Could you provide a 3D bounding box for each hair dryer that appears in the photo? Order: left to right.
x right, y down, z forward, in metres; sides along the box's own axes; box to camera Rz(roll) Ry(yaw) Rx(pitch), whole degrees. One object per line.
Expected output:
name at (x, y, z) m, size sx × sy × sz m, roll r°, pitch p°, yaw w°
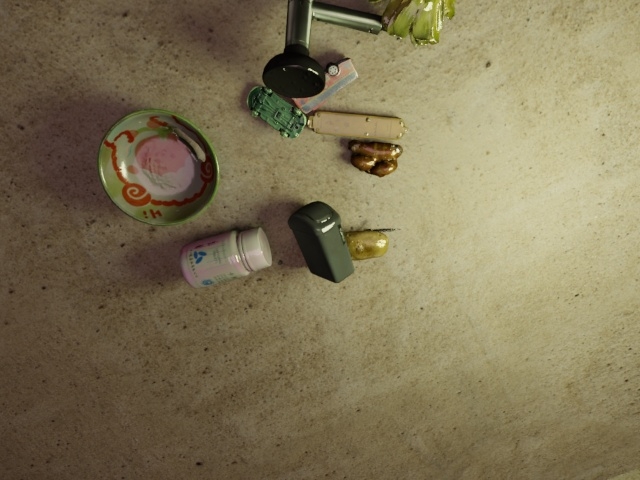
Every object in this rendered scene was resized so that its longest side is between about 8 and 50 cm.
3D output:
hair dryer at (0.030, -0.512, 0.993) m, size 0.283 × 0.156 × 0.321 m, roll 13°, pitch 84°, yaw 4°

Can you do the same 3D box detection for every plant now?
plant at (0.277, -0.649, 0.948) m, size 0.296 × 0.261 × 0.306 m, roll -17°, pitch 95°, yaw 51°

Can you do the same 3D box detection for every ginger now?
ginger at (0.157, -0.240, 1.190) m, size 0.161 × 0.073 × 0.103 m, roll 8°, pitch 98°, yaw 3°

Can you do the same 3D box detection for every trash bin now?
trash bin at (0.000, 0.000, 1.224) m, size 0.101 × 0.176 × 0.237 m, roll -34°, pitch 117°, yaw -28°

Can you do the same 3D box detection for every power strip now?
power strip at (0.101, -0.334, 1.167) m, size 0.304 × 0.044 × 0.064 m, roll 4°, pitch 112°, yaw -4°

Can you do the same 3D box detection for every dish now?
dish at (-0.451, -0.212, 1.166) m, size 0.323 × 0.124 × 0.325 m, roll -2°, pitch 109°, yaw -7°

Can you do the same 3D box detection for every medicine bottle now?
medicine bottle at (-0.289, 0.051, 1.253) m, size 0.254 × 0.152 × 0.152 m, roll -14°, pitch 111°, yaw 6°

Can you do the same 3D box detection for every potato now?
potato at (0.130, 0.016, 1.276) m, size 0.170 × 0.080 × 0.107 m, roll -4°, pitch 143°, yaw 6°

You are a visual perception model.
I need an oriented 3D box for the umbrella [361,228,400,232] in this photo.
umbrella at (0.185, -0.031, 1.300) m, size 0.148 × 0.022 × 0.022 m, roll -7°, pitch 154°, yaw 2°

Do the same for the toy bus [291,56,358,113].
toy bus at (0.010, -0.428, 1.116) m, size 0.192 × 0.065 × 0.077 m, roll -32°, pitch 116°, yaw 11°

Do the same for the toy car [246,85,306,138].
toy car at (-0.122, -0.365, 1.139) m, size 0.186 × 0.058 × 0.093 m, roll 37°, pitch 111°, yaw 6°
